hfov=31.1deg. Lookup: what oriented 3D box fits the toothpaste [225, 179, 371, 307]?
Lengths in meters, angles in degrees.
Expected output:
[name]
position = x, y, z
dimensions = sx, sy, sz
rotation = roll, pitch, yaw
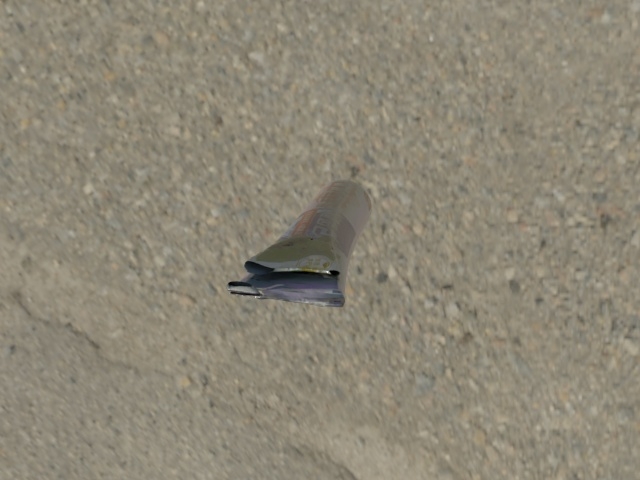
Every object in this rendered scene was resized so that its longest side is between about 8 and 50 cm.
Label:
[toothpaste]
position = 0.000, 0.000, 0.498
dimensions = 0.045, 0.170, 0.028
rotation = 10, 106, 7
